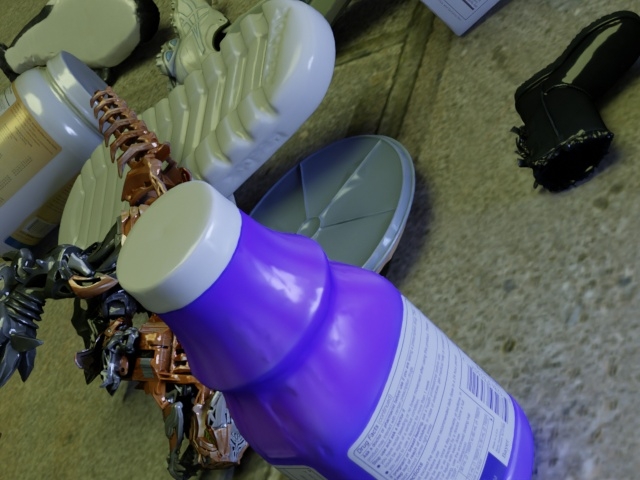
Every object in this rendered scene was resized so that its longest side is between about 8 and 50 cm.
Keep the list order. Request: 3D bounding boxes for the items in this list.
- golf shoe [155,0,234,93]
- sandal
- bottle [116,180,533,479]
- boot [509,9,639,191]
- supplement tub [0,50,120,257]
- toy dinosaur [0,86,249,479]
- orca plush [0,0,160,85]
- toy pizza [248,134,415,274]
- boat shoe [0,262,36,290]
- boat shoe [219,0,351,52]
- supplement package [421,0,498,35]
[{"bbox_3d":[-0.123,-0.228,1.344,0.086,0.069,0.176,-10,48,14],"label":"golf shoe"},{"bbox_3d":[-0.110,-0.055,1.103,0.416,0.102,0.169,-33,48,43],"label":"sandal"},{"bbox_3d":[0.009,0.076,0.668,0.092,0.283,0.118,-9,50,43],"label":"bottle"},{"bbox_3d":[0.188,-0.097,0.865,0.121,0.045,0.099,-37,32,27],"label":"boot"},{"bbox_3d":[-0.307,-0.092,1.314,0.199,0.144,0.144,-41,34,7],"label":"supplement tub"},{"bbox_3d":[-0.137,0.034,0.976,0.218,0.164,0.322,-27,46,28],"label":"toy dinosaur"},{"bbox_3d":[-0.286,-0.251,1.541,0.287,0.102,0.151,-29,81,41],"label":"orca plush"},{"bbox_3d":[0.000,0.000,0.981,0.201,0.032,0.201,-32,35,25],"label":"toy pizza"},{"bbox_3d":[-0.351,0.041,1.322,0.100,0.035,0.035,-22,41,33],"label":"boat shoe"},{"bbox_3d":[-0.012,-0.227,1.195,0.227,0.079,0.081,-47,-6,30],"label":"boat shoe"},{"bbox_3d":[0.133,-0.361,1.036,0.262,0.198,0.199,-41,33,21],"label":"supplement package"}]
